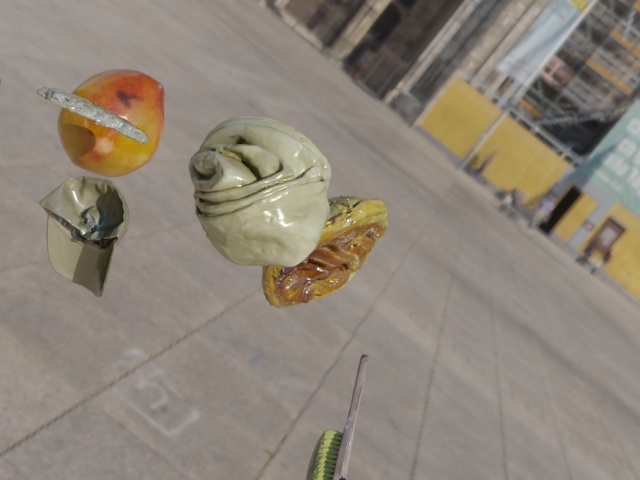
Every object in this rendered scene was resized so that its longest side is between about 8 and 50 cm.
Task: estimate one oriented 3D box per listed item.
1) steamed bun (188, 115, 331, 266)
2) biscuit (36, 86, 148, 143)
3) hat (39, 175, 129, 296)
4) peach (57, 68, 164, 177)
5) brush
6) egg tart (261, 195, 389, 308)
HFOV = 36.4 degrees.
[{"bbox_3d":[-0.121,-0.117,1.802,0.276,0.289,0.203,2,-38,17],"label":"steamed bun"},{"bbox_3d":[-0.568,-0.324,2.431,0.290,0.038,0.141,24,9,-22],"label":"biscuit"},{"bbox_3d":[-0.398,-0.007,1.720,0.166,0.144,0.173,26,-35,18],"label":"hat"},{"bbox_3d":[-0.585,-0.344,2.760,0.289,0.308,0.289,41,16,-15],"label":"peach"},{"bbox_3d":[0.030,0.312,1.622,0.067,0.072,0.312,11,49,7],"label":"brush"},{"bbox_3d":[0.000,0.000,2.111,0.352,0.339,0.153,-26,68,-32],"label":"egg tart"}]
